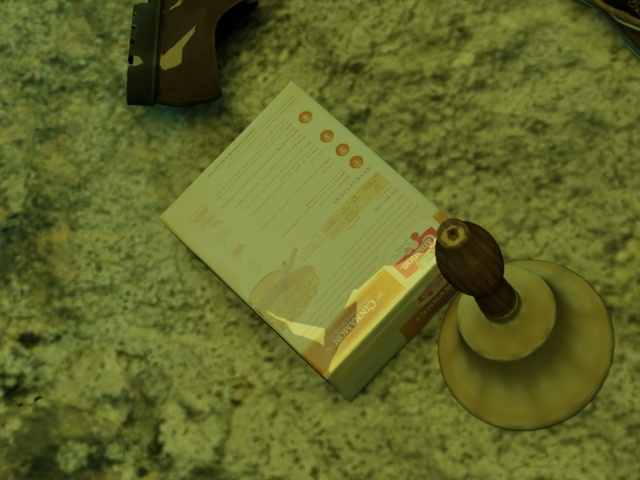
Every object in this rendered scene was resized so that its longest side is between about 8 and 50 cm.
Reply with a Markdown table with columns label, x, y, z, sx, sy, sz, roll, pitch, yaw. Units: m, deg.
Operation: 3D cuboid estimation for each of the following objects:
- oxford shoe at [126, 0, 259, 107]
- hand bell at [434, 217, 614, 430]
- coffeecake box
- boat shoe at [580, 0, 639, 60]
| label | x | y | z | sx | sy | sz | roll | pitch | yaw |
| --- | --- | --- | --- | --- | --- | --- | --- | --- | --- |
| oxford shoe | -0.094 | -0.205 | 1.477 | 0.096 | 0.083 | 0.227 | 4 | 72 | -1 |
| hand bell | 0.113 | 0.033 | 1.229 | 0.126 | 0.242 | 0.126 | -6 | 69 | 15 |
| coffeecake box | 0.000 | 0.000 | 1.369 | 0.142 | 0.068 | 0.185 | -46 | 65 | -3 |
| boat shoe | 0.209 | -0.205 | 1.383 | 0.066 | 0.066 | 0.183 | -43 | 65 | -2 |
